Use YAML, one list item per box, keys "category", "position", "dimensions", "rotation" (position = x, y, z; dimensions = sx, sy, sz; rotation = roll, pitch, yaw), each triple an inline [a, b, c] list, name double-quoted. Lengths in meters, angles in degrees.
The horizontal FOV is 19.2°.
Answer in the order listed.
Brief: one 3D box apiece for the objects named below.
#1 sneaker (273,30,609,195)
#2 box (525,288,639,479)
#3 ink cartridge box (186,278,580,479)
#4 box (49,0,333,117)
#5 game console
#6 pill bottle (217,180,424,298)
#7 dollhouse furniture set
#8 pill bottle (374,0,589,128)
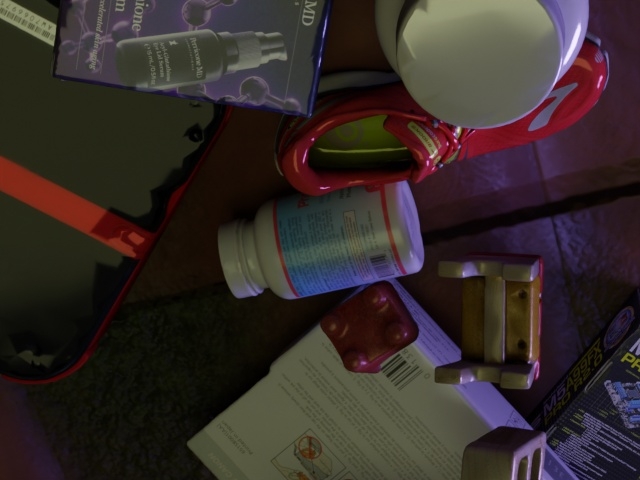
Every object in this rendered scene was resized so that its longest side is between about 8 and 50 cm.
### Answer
- category: "sneaker"
  position: [0.098, -0.090, 1.505]
  dimensions: [0.279, 0.118, 0.107]
  rotation: [-16, 116, 13]
- category: "box"
  position: [0.325, 0.198, 1.670]
  dimensions: [0.270, 0.060, 0.216]
  rotation: [31, 115, -11]
- category: "ink cartridge box"
  position: [0.058, 0.199, 1.656]
  dimensions: [0.275, 0.060, 0.239]
  rotation: [47, 118, -2]
- category: "box"
  position: [-0.093, -0.192, 1.455]
  dimensions: [0.207, 0.108, 0.153]
  rotation: [8, 107, -3]
- category: "game console"
  position: [-0.310, -0.080, 1.587]
  dimensions: [0.386, 0.060, 0.342]
  rotation: [27, 110, -10]
- category: "pill bottle"
  position: [0.000, 0.000, 1.577]
  dimensions: [0.160, 0.087, 0.087]
  rotation: [-12, 116, 11]
- category: "dollhouse furniture set"
  position: [0.085, 0.193, 1.554]
  dimensions: [0.201, 0.152, 0.374]
  rotation: [3, 93, 19]
- category: "pill bottle"
  position: [0.117, -0.184, 1.368]
  dimensions: [0.152, 0.272, 0.152]
  rotation: [2, 118, 4]
